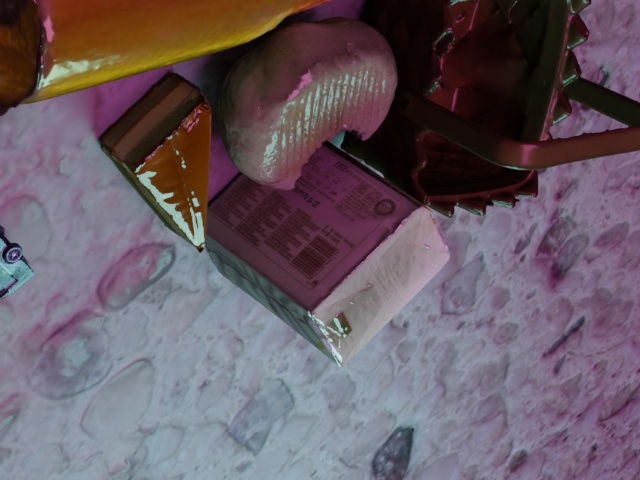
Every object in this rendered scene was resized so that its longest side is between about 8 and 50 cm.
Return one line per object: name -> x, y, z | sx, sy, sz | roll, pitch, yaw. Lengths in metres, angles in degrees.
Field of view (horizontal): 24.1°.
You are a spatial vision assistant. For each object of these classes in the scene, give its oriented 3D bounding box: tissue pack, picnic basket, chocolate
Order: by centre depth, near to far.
chocolate -> -0.141, -0.239, 1.464 | 0.445, 0.162, 0.162 | -19, 129, -41
tissue pack -> 0.000, 0.000, 1.693 | 0.185, 0.225, 0.124 | -43, 139, -14
picnic basket -> 0.201, -0.170, 1.712 | 0.254, 0.321, 0.291 | -9, 120, -37

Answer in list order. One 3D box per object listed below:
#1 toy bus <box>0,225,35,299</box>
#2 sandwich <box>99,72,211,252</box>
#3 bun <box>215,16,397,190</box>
toy bus -> -0.351, -0.004, 1.483 | 0.065, 0.047, 0.166 | -43, 138, -7
sandwich -> -0.143, -0.081, 1.607 | 0.113, 0.079, 0.163 | -45, 138, -10
bun -> -0.024, -0.158, 1.625 | 0.212, 0.126, 0.204 | -13, 140, -44
